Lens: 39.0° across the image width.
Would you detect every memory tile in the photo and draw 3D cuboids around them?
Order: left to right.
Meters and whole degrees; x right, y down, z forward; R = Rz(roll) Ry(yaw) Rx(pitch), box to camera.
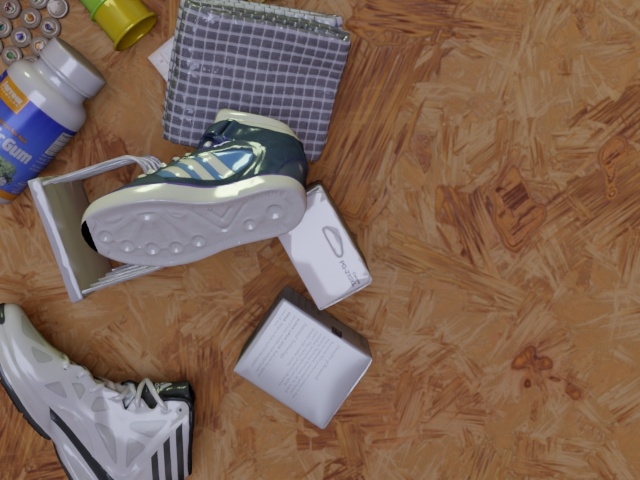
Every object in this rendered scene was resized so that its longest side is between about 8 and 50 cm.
[{"bbox_3d":[-0.509,-0.368,1.560,0.113,0.012,0.148,27,96,-3],"label":"memory tile"}]

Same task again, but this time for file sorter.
[{"bbox_3d":[-0.327,-0.035,1.470,0.173,0.277,0.192,-18,96,-2],"label":"file sorter"}]

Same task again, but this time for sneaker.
[{"bbox_3d":[-0.372,0.257,1.580,0.257,0.169,0.447,-30,104,-5],"label":"sneaker"},{"bbox_3d":[-0.179,-0.092,1.327,0.323,0.236,0.130,-10,129,0],"label":"sneaker"}]

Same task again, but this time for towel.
[{"bbox_3d":[-0.100,-0.255,1.450,0.284,0.121,0.235,5,113,-16],"label":"towel"}]

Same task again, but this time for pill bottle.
[{"bbox_3d":[-0.491,-0.204,1.510,0.152,0.152,0.272,43,96,-4],"label":"pill bottle"}]

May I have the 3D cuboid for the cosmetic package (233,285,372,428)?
[{"bbox_3d":[-0.029,0.197,1.554,0.184,0.151,0.151,34,95,-4],"label":"cosmetic package"}]

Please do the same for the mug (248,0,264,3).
[{"bbox_3d":[-0.091,-0.439,1.534,0.064,0.078,0.062,41,63,-13],"label":"mug"}]

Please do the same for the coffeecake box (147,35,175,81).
[{"bbox_3d":[-0.174,-0.310,1.536,0.185,0.068,0.142,-38,97,5],"label":"coffeecake box"}]

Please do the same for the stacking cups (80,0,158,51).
[{"bbox_3d":[-0.413,-0.463,1.516,0.096,0.096,0.316,-42,91,5],"label":"stacking cups"}]

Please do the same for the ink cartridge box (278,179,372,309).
[{"bbox_3d":[0.000,0.000,1.487,0.100,0.237,0.172,-29,96,3],"label":"ink cartridge box"}]
